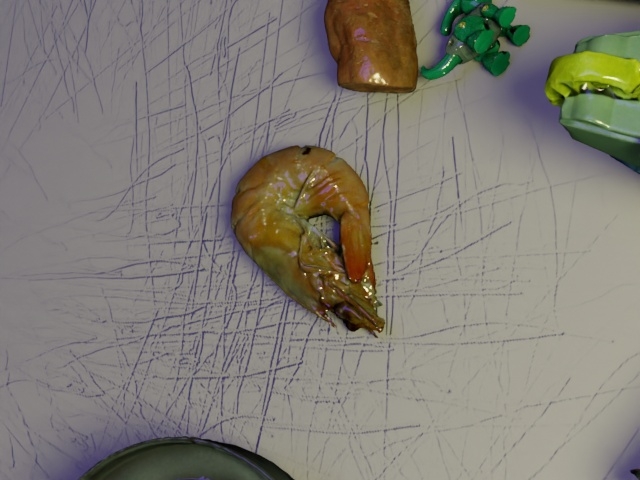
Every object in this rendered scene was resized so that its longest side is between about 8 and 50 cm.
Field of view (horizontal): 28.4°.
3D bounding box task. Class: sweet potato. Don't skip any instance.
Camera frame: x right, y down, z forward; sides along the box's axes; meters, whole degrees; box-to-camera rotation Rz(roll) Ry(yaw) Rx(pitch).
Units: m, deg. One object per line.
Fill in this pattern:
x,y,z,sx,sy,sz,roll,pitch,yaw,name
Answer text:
0.049,-0.246,1.355,0.097,0.097,0.252,-27,52,25,sweet potato

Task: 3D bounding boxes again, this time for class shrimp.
0.000,0.000,1.303,0.145,0.061,0.267,-39,49,5,shrimp

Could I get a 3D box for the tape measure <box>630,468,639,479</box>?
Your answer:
0.385,0.156,0.895,0.243,0.125,0.246,-56,46,12,tape measure

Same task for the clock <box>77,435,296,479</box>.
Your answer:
-0.124,0.343,1.177,0.318,0.066,0.319,-4,79,23,clock

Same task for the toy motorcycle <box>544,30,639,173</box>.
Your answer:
0.351,-0.090,0.998,0.326,0.200,0.191,8,74,28,toy motorcycle

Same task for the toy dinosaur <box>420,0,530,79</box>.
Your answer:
0.153,-0.212,1.287,0.132,0.059,0.096,-47,41,-1,toy dinosaur
